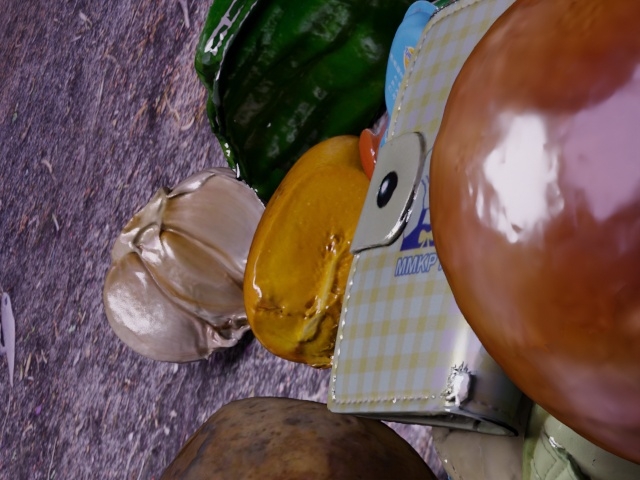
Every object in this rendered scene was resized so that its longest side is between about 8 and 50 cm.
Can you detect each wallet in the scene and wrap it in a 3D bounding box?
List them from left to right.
[{"bbox_3d":[0.100,-0.025,1.139,0.223,0.077,0.309,-5,62,59],"label":"wallet"}]

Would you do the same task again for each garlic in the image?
[{"bbox_3d":[-0.127,0.030,1.877,0.229,0.178,0.143,-47,-4,8],"label":"garlic"}]

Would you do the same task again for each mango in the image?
[{"bbox_3d":[0.000,0.000,1.622,0.154,0.126,0.252,107,176,-52],"label":"mango"}]

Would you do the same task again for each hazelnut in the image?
[{"bbox_3d":[0.235,-0.038,0.864,0.372,0.372,0.315,-160,77,-67],"label":"hazelnut"}]

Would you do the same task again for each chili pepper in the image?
[{"bbox_3d":[-0.018,-0.215,1.711,0.385,0.213,0.167,-64,29,19],"label":"chili pepper"}]

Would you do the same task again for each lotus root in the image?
[{"bbox_3d":[-0.007,0.226,1.342,0.272,0.272,0.192,-44,23,46],"label":"lotus root"}]

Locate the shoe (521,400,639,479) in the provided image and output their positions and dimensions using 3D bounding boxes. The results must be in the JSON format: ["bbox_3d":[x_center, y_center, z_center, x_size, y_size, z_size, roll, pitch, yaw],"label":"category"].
[{"bbox_3d":[0.191,0.184,1.041,0.128,0.140,0.262,-113,30,-50],"label":"shoe"}]

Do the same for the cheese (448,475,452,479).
[{"bbox_3d":[0.117,0.215,1.236,0.017,0.111,0.047,-26,9,17],"label":"cheese"}]

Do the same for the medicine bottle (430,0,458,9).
[{"bbox_3d":[0.174,-0.143,1.343,0.274,0.133,0.133,1,73,66],"label":"medicine bottle"}]

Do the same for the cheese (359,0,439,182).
[{"bbox_3d":[0.073,-0.103,1.381,0.256,0.037,0.106,114,139,-60],"label":"cheese"}]

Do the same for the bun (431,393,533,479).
[{"bbox_3d":[0.164,0.078,1.174,0.259,0.152,0.259,-43,38,47],"label":"bun"}]
